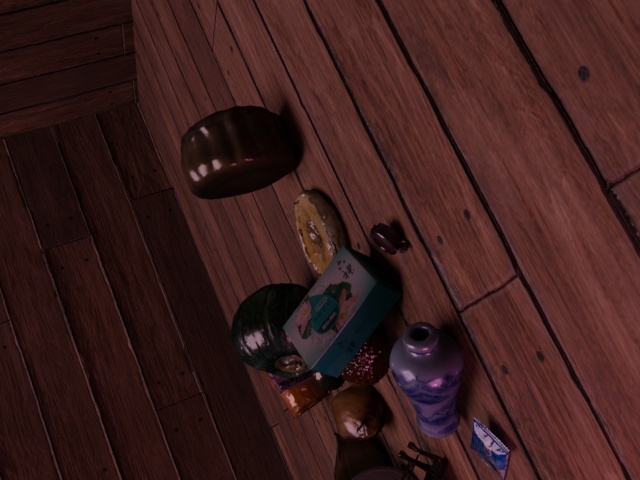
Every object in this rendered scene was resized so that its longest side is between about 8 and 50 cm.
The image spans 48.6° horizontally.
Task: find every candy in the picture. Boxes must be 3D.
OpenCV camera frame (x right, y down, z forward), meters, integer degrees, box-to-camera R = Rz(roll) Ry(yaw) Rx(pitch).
[{"bbox_3d":[0.316,0.392,1.326,0.088,0.038,0.136,39,154,34],"label":"candy"}]

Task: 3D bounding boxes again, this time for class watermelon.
[{"bbox_3d":[0.024,0.391,2.040,0.105,0.105,0.133,179,92,-71],"label":"watermelon"}]

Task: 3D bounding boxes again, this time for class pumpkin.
[{"bbox_3d":[-0.134,0.237,2.006,0.293,0.197,0.263,-29,46,37],"label":"pumpkin"}]

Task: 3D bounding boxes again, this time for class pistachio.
[{"bbox_3d":[0.105,0.464,1.880,0.165,0.131,0.210,-68,22,-1],"label":"pistachio"}]

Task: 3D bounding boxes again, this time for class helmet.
[{"bbox_3d":[0.117,0.639,1.971,0.257,0.137,0.204,-91,-12,-67],"label":"helmet"}]

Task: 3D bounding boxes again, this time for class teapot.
[{"bbox_3d":[0.138,-0.006,1.409,0.100,0.045,0.068,29,163,38],"label":"teapot"}]

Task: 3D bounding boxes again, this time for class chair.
[{"bbox_3d":[0.270,0.564,1.584,0.229,0.113,0.106,27,151,6],"label":"chair"}]

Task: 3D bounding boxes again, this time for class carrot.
[{"bbox_3d":[-0.090,0.437,2.328,0.254,0.196,0.196,58,160,14],"label":"carrot"}]

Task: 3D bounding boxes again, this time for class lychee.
[{"bbox_3d":[0.095,0.258,1.646,0.171,0.171,0.171,55,157,38],"label":"lychee"}]

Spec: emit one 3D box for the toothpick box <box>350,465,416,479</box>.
[{"bbox_3d":[0.189,0.768,1.837,0.229,0.229,0.316,42,149,55],"label":"toothpick box"}]

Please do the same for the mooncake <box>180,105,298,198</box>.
[{"bbox_3d":[-0.215,-0.222,1.817,0.290,0.290,0.161,131,123,-70],"label":"mooncake"}]

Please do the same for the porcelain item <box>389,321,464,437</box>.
[{"bbox_3d":[0.210,0.266,1.357,0.141,0.141,0.259,48,161,49],"label":"porcelain item"}]

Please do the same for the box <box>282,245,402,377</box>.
[{"bbox_3d":[0.044,0.154,1.544,0.244,0.092,0.153,-55,40,11],"label":"box"}]

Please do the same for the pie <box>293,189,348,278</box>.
[{"bbox_3d":[0.000,0.000,1.792,0.274,0.055,0.274,55,156,39],"label":"pie"}]

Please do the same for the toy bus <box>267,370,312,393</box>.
[{"bbox_3d":[-0.068,0.379,2.159,0.096,0.199,0.108,38,146,60],"label":"toy bus"}]
